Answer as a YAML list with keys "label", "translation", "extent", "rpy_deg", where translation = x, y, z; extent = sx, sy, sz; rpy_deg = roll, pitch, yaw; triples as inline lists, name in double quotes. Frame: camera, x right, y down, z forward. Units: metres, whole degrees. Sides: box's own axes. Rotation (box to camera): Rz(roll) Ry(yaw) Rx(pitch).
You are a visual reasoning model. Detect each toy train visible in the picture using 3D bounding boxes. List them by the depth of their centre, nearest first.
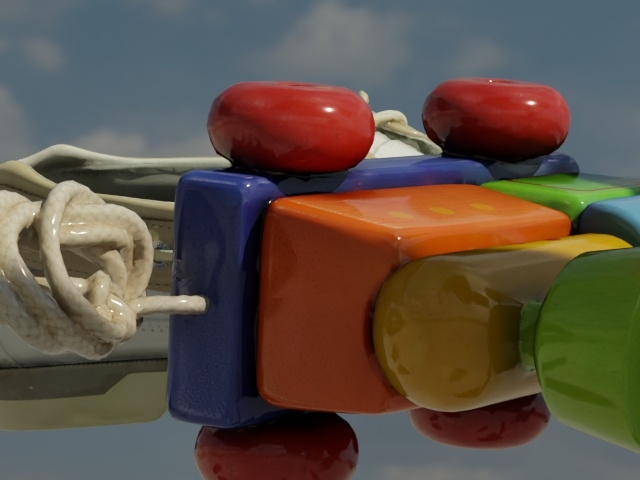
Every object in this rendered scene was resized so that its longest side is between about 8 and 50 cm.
- label: "toy train"
  translation: [0.026, 0.019, 0.443]
  extent: [0.143, 0.105, 0.248]
  rpy_deg: [9, 10, 40]

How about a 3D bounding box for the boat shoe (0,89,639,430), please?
- label: "boat shoe"
  translation: [0.000, 0.000, 0.690]
  extent: [0.302, 0.103, 0.113]
  rpy_deg: [-9, 7, 19]
